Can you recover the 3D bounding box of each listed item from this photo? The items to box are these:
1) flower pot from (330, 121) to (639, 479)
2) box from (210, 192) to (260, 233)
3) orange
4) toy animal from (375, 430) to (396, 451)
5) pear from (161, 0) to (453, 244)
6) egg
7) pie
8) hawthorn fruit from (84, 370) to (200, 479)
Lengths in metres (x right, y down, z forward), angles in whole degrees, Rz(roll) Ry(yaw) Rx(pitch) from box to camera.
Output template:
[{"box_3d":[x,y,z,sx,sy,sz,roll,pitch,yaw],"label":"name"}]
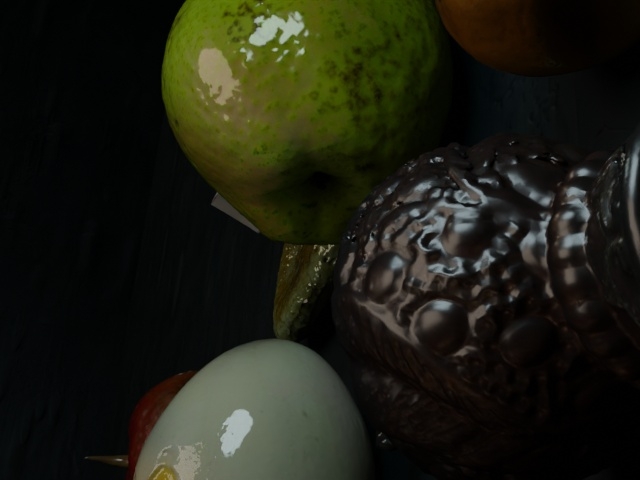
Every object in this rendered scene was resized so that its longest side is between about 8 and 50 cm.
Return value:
[{"box_3d":[0.181,0.032,0.698,0.267,0.266,0.267,-27,50,55],"label":"flower pot"},{"box_3d":[-0.062,-0.157,1.684,0.194,0.111,0.260,-63,8,-31],"label":"box"},{"box_3d":[0.218,-0.264,0.913,0.249,0.183,0.249,-37,37,34],"label":"orange"},{"box_3d":[0.102,0.130,1.023,0.225,0.093,0.121,84,-170,-64],"label":"toy animal"},{"box_3d":[-0.011,-0.180,1.259,0.391,0.391,0.391,-165,90,-72],"label":"pear"},{"box_3d":[-0.073,0.284,1.186,0.283,0.283,0.345,165,122,-69],"label":"egg"},{"box_3d":[0.000,0.000,1.530,0.323,0.070,0.323,-162,90,-76],"label":"pie"},{"box_3d":[-0.150,0.300,1.443,0.261,0.258,0.258,-32,38,23],"label":"hawthorn fruit"}]
